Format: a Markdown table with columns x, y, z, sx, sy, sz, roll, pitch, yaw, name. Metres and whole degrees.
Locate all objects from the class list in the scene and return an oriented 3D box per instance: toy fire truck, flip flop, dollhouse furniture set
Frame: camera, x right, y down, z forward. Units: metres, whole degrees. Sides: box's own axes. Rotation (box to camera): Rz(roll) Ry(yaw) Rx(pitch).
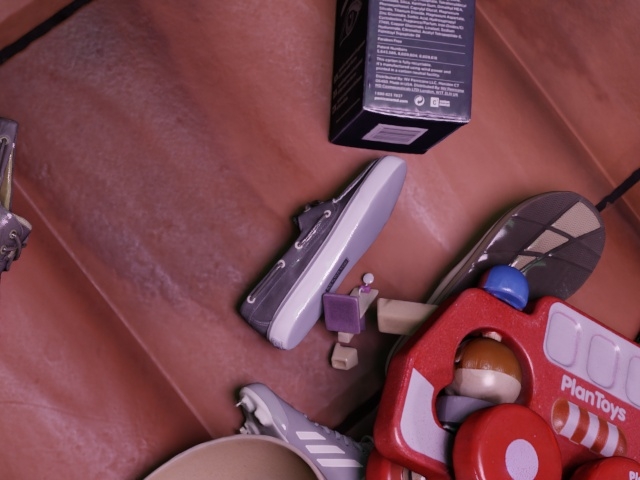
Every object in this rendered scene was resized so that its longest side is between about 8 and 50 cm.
| x | y | z | sx | sy | sz | roll | pitch | yaw | name |
| --- | --- | --- | --- | --- | --- | --- | --- | --- | --- |
| 0.191 | 0.164 | 1.085 | 0.302 | 0.169 | 0.254 | 29 | 60 | -22 | toy fire truck |
| 0.170 | 0.054 | 1.182 | 0.112 | 0.080 | 0.277 | 43 | 92 | -16 | flip flop |
| 0.073 | 0.078 | 1.151 | 0.114 | 0.081 | 0.091 | 6 | 121 | 22 | dollhouse furniture set |

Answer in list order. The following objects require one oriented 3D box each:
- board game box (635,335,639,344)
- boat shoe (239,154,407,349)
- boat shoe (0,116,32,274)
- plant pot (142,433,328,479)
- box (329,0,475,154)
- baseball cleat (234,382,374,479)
| x | y | z | sx | sy | sz | roll | pitch | yaw | name |
| --- | --- | --- | --- | --- | --- | --- | --- | --- | --- |
| 0.432 | 0.191 | 1.225 | 0.259 | 0.030 | 0.136 | 34 | 85 | -4 | board game box |
| 0.000 | 0.000 | 1.157 | 0.076 | 0.080 | 0.228 | 30 | 81 | 19 | boat shoe |
| -0.308 | -0.012 | 1.087 | 0.073 | 0.080 | 0.224 | -5 | 79 | -7 | boat shoe |
| -0.061 | 0.340 | 1.018 | 0.284 | 0.284 | 0.191 | -50 | 126 | -13 | plant pot |
| 0.080 | -0.204 | 1.155 | 0.108 | 0.153 | 0.207 | 6 | 82 | -11 | box |
| 0.008 | 0.206 | 1.138 | 0.109 | 0.072 | 0.206 | -38 | 97 | -25 | baseball cleat |
